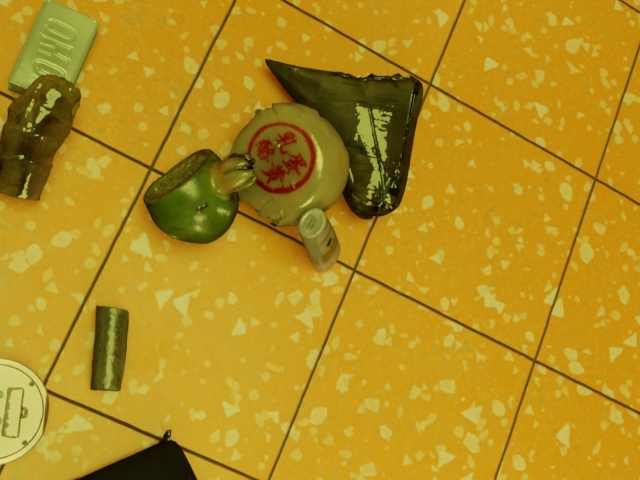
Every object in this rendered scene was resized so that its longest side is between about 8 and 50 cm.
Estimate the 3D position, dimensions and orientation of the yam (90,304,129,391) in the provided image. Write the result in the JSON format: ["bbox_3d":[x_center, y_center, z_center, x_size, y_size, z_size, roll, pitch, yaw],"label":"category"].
[{"bbox_3d":[-0.416,0.214,1.703,0.068,0.068,0.169,4,81,-18],"label":"yam"}]

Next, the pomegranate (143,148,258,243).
[{"bbox_3d":[-0.227,-0.092,1.752,0.241,0.190,0.159,-38,113,1],"label":"pomegranate"}]

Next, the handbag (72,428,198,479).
[{"bbox_3d":[-0.350,0.534,1.614,0.302,0.178,0.275,-19,88,-21],"label":"handbag"}]

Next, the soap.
[{"bbox_3d":[-0.544,-0.377,1.755,0.119,0.066,0.198,23,74,-16],"label":"soap"}]

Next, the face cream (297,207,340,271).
[{"bbox_3d":[0.000,0.000,1.815,0.057,0.198,0.084,23,75,19],"label":"face cream"}]

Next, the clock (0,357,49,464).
[{"bbox_3d":[-0.613,0.321,1.617,0.197,0.068,0.197,3,81,-19],"label":"clock"}]

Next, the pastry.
[{"bbox_3d":[-0.069,-0.159,1.808,0.265,0.133,0.265,2,96,21],"label":"pastry"}]

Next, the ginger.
[{"bbox_3d":[-0.558,-0.200,1.669,0.109,0.116,0.263,26,96,18],"label":"ginger"}]

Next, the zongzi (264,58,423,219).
[{"bbox_3d":[0.028,-0.227,1.887,0.360,0.160,0.323,12,79,-8],"label":"zongzi"}]
